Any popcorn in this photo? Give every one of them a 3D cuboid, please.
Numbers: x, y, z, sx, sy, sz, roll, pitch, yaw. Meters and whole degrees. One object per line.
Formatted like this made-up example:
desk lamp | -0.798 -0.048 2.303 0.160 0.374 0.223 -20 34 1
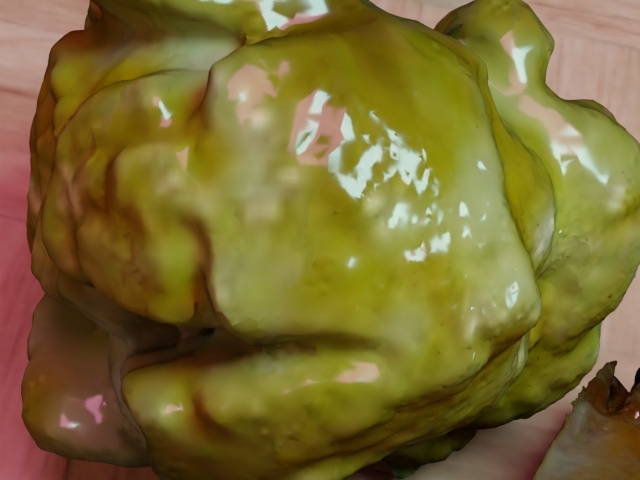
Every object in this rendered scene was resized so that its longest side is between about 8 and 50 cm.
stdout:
popcorn | 0.006 -0.004 0.674 0.276 0.225 0.276 12 25 -5

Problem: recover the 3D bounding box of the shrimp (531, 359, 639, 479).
shrimp | 0.124 0.151 0.681 0.154 0.062 0.294 58 38 -24
